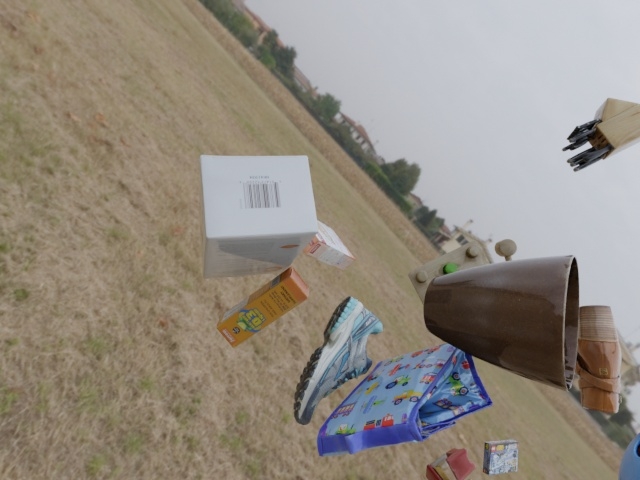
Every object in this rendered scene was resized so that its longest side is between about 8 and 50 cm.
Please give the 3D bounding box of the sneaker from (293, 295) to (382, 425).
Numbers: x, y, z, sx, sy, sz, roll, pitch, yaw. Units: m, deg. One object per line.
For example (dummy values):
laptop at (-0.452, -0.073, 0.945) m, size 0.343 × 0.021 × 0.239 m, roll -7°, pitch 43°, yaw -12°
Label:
sneaker at (0.044, 0.263, 0.895) m, size 0.122 × 0.283 × 0.110 m, roll 31°, pitch -19°, yaw -1°

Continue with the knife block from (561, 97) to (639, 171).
knife block at (0.927, -0.312, 1.334) m, size 0.275 × 0.242 × 0.088 m, roll 17°, pitch -9°, yaw 14°

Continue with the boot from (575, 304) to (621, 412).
boot at (0.632, 0.274, 0.971) m, size 0.283 × 0.109 × 0.220 m, roll 35°, pitch 56°, yaw -64°

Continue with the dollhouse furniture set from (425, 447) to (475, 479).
dollhouse furniture set at (0.373, 0.668, 0.990) m, size 0.374 × 0.152 × 0.201 m, roll 43°, pitch -33°, yaw 47°

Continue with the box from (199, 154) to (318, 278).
box at (-0.158, -0.038, 0.952) m, size 0.345 × 0.214 × 0.168 m, roll 132°, pitch -48°, yaw -66°

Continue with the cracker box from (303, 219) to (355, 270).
cracker box at (0.000, 0.000, 1.369) m, size 0.232 × 0.067 × 0.156 m, roll 26°, pitch 23°, yaw -53°

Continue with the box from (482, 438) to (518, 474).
box at (0.582, 0.697, 1.369) m, size 0.137 × 0.094 × 0.027 m, roll 11°, pitch -8°, yaw -28°

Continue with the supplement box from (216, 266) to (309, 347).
supplement box at (-0.143, 0.166, 1.055) m, size 0.078 × 0.233 × 0.080 m, roll 52°, pitch 10°, yaw -14°

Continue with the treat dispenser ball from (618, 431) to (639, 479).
treat dispenser ball at (0.642, 0.424, 0.666) m, size 0.288 × 0.288 × 0.288 m, roll 44°, pitch 12°, yaw -12°

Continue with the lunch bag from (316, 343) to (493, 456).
lunch bag at (0.140, 0.303, 0.776) m, size 0.293 × 0.221 × 0.138 m, roll -7°, pitch 72°, yaw -49°

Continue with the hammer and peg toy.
hammer and peg toy at (0.503, 0.145, 1.373) m, size 0.127 × 0.361 × 0.266 m, roll 51°, pitch 14°, yaw -77°

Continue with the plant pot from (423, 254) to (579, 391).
plant pot at (0.308, 0.127, 0.740) m, size 0.230 × 0.216 × 0.215 m, roll 2°, pitch -19°, yaw 36°
